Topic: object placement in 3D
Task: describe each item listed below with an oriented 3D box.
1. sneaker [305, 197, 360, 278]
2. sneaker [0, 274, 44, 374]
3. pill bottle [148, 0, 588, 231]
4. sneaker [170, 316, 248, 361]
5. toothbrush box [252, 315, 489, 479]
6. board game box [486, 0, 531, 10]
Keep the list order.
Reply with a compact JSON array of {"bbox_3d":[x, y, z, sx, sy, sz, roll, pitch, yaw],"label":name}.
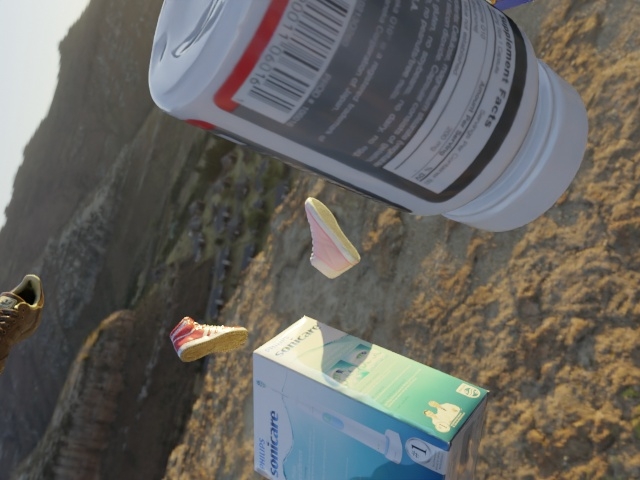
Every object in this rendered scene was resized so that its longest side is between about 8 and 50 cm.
[{"bbox_3d":[0.000,0.000,0.997,0.070,0.051,0.134,-43,69,23],"label":"sneaker"},{"bbox_3d":[-0.368,0.095,0.705,0.188,0.066,0.071,-100,27,-72],"label":"sneaker"},{"bbox_3d":[0.044,-0.112,0.440,0.161,0.283,0.161,-32,48,45],"label":"pill bottle"},{"bbox_3d":[-0.178,0.147,0.996,0.067,0.118,0.042,41,131,42],"label":"sneaker"},{"bbox_3d":[0.055,0.264,0.860,0.295,0.126,0.216,16,118,31],"label":"toothbrush box"},{"bbox_3d":[0.201,-0.421,0.642,0.233,0.078,0.347,-11,77,24],"label":"board game box"}]
